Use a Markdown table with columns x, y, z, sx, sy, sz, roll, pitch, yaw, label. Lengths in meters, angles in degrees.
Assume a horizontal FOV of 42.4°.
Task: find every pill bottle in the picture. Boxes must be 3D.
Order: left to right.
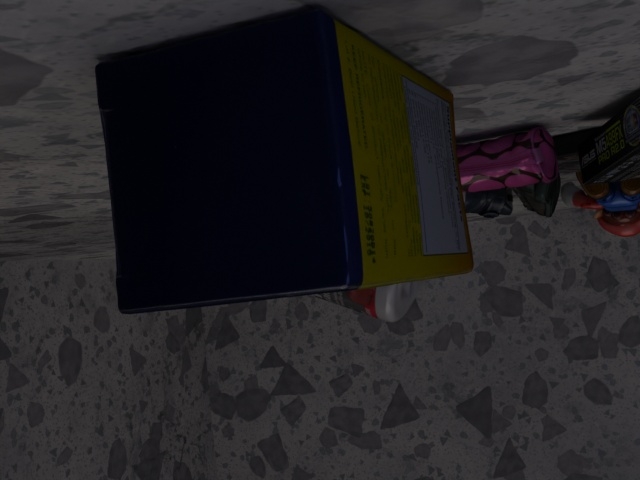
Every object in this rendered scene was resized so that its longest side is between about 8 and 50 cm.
| x | y | z | sx | sy | sz | roll | pitch | yaw | label |
| --- | --- | --- | --- | --- | --- | --- | --- | --- | --- |
| 0.000 | 0.000 | 1.299 | 0.319 | 0.176 | 0.176 | 17 | -174 | 21 | pill bottle |

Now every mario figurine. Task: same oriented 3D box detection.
| x | y | z | sx | sy | sz | roll | pitch | yaw | label |
| --- | --- | --- | --- | --- | --- | --- | --- | --- | --- |
| 0.610 | -0.123 | 1.711 | 0.198 | 0.170 | 0.320 | 32 | -178 | 24 | mario figurine |

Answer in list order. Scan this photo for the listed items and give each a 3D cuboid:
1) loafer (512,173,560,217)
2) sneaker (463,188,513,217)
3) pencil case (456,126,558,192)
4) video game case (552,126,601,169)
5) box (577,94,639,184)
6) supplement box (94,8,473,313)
| x | y | z | sx | sy | sz | roll | pitch | yaw | label |
| --- | --- | --- | --- | --- | --- | --- | --- | --- | --- |
| 0.446 | -0.111 | 1.712 | 0.084 | 0.096 | 0.267 | 14 | 177 | 21 | loafer |
| 0.333 | -0.084 | 1.827 | 0.164 | 0.086 | 0.226 | -3 | 175 | -13 | sneaker |
| 0.226 | -0.106 | 1.178 | 0.210 | 0.095 | 0.098 | -10 | 171 | 28 | pencil case |
| 0.457 | -0.148 | 1.327 | 0.275 | 0.035 | 0.248 | -9 | 176 | 44 | video game case |
| 0.470 | -0.137 | 1.019 | 0.217 | 0.060 | 0.270 | -6 | 170 | -4 | box |
| -0.007 | -0.050 | 0.740 | 0.195 | 0.194 | 0.357 | -8 | 176 | 24 | supplement box |
